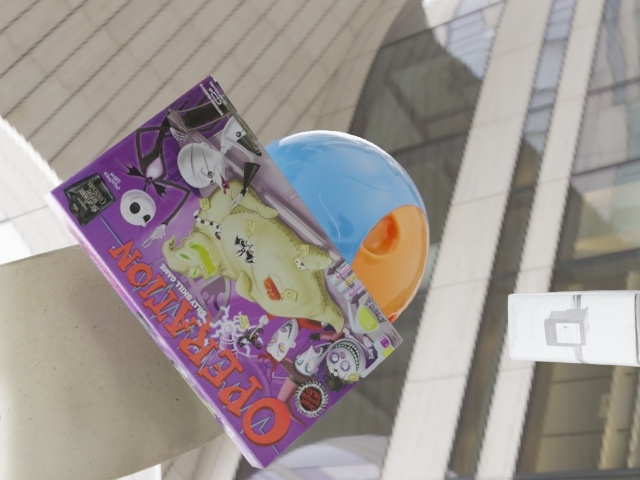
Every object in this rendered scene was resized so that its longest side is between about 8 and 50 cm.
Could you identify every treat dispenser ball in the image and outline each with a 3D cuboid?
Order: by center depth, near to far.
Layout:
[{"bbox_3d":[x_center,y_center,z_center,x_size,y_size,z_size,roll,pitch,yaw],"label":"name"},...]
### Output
[{"bbox_3d":[0.000,0.000,1.477,0.288,0.288,0.288,16,-112,-45],"label":"treat dispenser ball"}]

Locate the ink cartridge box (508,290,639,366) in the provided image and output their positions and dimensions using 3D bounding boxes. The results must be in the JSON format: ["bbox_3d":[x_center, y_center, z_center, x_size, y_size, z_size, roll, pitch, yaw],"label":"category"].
[{"bbox_3d":[0.258,0.076,0.995,0.109,0.150,0.063,1,-93,-35],"label":"ink cartridge box"}]

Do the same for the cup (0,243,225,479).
[{"bbox_3d":[-0.277,0.127,1.283,0.331,0.331,0.237,-19,-84,-49],"label":"cup"}]

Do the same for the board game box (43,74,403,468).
[{"bbox_3d":[-0.090,0.032,1.139,0.208,0.056,0.347,-40,-79,-17],"label":"board game box"}]
